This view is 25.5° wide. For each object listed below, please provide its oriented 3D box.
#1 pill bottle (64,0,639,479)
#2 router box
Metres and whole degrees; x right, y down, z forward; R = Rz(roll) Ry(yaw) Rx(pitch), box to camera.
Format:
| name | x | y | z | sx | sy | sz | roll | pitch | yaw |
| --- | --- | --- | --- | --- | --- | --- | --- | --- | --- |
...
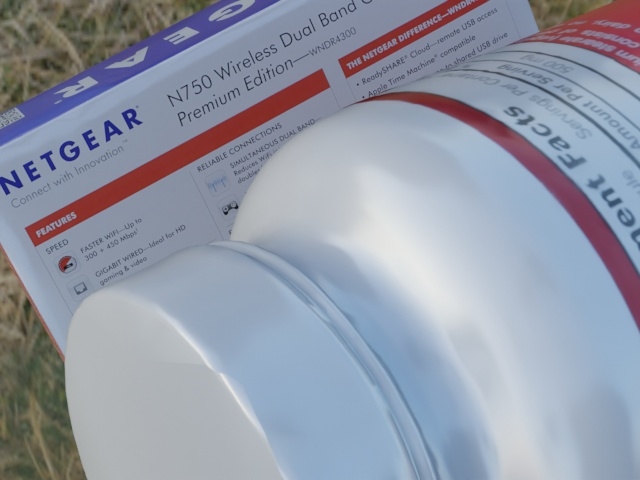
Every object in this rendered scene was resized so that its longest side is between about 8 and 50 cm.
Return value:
| name | x | y | z | sx | sy | sz | roll | pitch | yaw |
| --- | --- | --- | --- | --- | --- | --- | --- | --- | --- |
| pill bottle | 0.110 | 0.026 | 0.607 | 0.407 | 0.229 | 0.229 | -24 | 69 | -31 |
| router box | 0.000 | 0.000 | 0.848 | 0.335 | 0.082 | 0.301 | -29 | 111 | -12 |
